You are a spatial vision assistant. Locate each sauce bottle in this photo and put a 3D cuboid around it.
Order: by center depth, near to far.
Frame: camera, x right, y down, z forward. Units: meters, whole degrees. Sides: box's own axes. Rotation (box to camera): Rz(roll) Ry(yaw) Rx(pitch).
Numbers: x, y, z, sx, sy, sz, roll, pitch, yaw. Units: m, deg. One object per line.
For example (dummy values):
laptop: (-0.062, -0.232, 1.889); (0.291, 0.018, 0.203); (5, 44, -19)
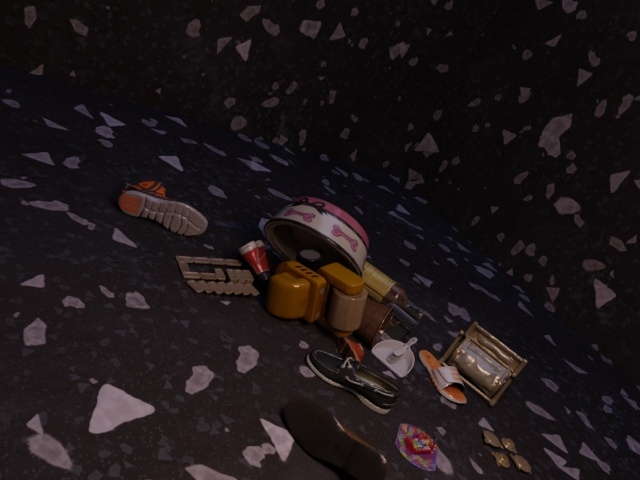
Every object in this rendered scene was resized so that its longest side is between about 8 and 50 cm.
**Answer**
sauce bottle: (0.259, 0.204, 2.269); (0.344, 0.111, 0.111); (38, 23, 15)

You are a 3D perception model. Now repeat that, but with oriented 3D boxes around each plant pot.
plant pot: (0.153, 0.270, 2.030); (0.165, 0.167, 0.167); (29, 21, 16)

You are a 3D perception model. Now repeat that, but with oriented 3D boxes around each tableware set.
tableware set: (0.603, 0.687, 1.850); (0.169, 0.020, 0.141); (22, 25, -22)

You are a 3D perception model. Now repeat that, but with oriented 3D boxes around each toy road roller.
toy road roller: (-0.032, 0.188, 1.897); (0.330, 0.202, 0.241); (29, 32, 34)

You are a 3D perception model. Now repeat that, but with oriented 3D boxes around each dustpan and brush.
dustpan and brush: (0.292, 0.395, 2.044); (0.147, 0.060, 0.211); (39, 24, 22)

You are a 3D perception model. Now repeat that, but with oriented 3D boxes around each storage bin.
storage bin: (0.283, 0.318, 2.161); (0.135, 0.091, 0.098); (37, 23, 21)

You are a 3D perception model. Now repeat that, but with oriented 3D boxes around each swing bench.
swing bench: (0.623, 0.464, 2.182); (0.253, 0.165, 0.255); (38, 18, 22)

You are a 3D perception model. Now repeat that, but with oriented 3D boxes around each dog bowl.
dog bowl: (0.000, 0.000, 2.103); (0.408, 0.150, 0.408); (25, -24, 12)

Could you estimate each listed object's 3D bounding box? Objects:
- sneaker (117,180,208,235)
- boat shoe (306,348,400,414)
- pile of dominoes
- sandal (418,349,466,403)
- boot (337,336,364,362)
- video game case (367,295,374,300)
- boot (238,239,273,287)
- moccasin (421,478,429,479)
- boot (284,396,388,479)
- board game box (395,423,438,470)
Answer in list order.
sneaker: (-0.556, -0.135, 2.065); (0.321, 0.124, 0.180); (23, 24, -16)
boat shoe: (0.102, 0.407, 1.737); (0.303, 0.091, 0.114); (29, 25, 2)
pile of dominoes: (-0.345, 0.129, 1.898); (0.251, 0.040, 0.196); (5, 32, -31)
sandal: (0.441, 0.469, 2.045); (0.102, 0.076, 0.265); (14, 27, -34)
boot: (0.115, 0.380, 1.868); (0.085, 0.059, 0.158); (25, 21, -25)
video game case: (0.181, 0.207, 2.353); (0.248, 0.035, 0.275); (36, 23, 16)
boot: (-0.219, 0.091, 2.071); (0.176, 0.088, 0.244); (60, 2, -1)
moccasin: (0.217, 0.627, 1.347); (0.342, 0.137, 0.117); (21, 19, -24)
boot: (0.038, 0.515, 1.462); (0.305, 0.112, 0.115); (32, -9, 19)
board game box: (0.289, 0.588, 1.657); (0.133, 0.033, 0.169); (32, 21, 6)
